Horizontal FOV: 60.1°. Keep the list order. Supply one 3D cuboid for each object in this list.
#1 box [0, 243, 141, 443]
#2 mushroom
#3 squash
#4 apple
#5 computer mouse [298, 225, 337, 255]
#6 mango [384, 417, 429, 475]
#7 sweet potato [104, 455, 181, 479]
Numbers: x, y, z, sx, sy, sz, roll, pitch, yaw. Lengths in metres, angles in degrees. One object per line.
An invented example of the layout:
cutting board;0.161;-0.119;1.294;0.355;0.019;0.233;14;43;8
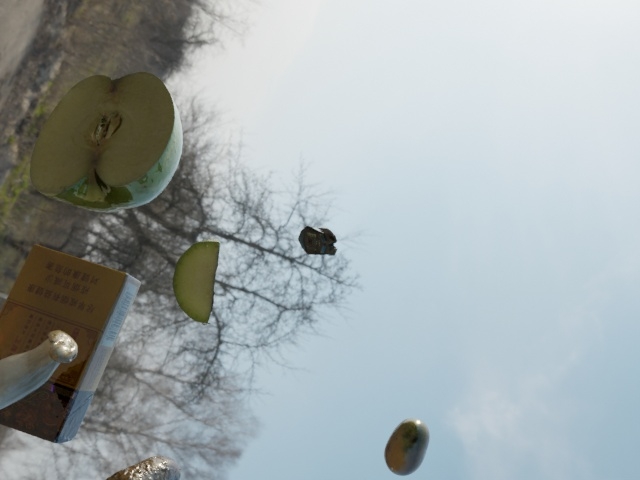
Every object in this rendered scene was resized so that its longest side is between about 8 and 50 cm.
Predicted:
box;-0.646;0.244;1.332;0.116;0.264;0.416;92;16;-75
mushroom;-0.587;0.259;1.093;0.212;0.088;0.097;-32;179;-11
squash;-0.287;0.082;1.224;0.184;0.085;0.192;-173;-88;-67
apple;-0.515;-0.255;1.373;0.311;0.320;0.361;-36;-137;49
computer mouse;0.000;0.000;1.460;0.135;0.047;0.079;13;-68;41
mango;0.269;0.623;1.693;0.151;0.120;0.221;-43;153;-54
sweet potato;-0.413;0.539;1.182;0.092;0.341;0.114;41;-68;21
